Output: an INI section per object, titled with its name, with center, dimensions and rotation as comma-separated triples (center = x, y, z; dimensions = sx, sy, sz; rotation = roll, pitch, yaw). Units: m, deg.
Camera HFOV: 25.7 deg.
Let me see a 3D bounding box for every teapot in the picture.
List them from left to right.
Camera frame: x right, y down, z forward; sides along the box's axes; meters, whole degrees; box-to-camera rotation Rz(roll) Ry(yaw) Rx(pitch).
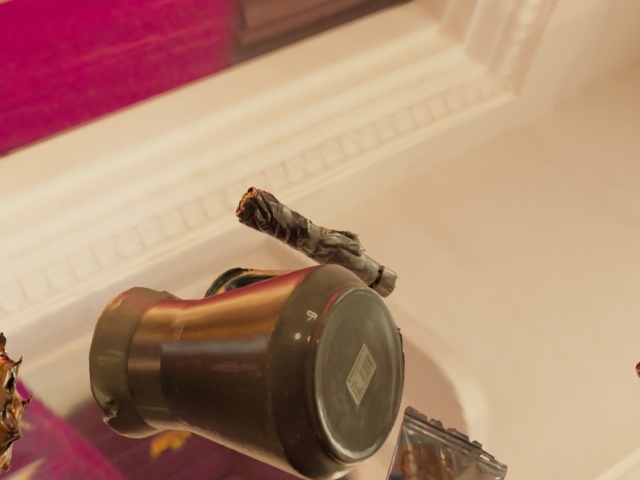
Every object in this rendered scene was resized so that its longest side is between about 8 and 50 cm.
[teapot]
center = -0.056, 0.093, 1.155
dimensions = 0.225, 0.203, 0.171
rotation = 0, -52, 32

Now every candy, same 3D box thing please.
[candy]
center = 0.077, 0.191, 0.957
dimensions = 0.088, 0.136, 0.038
rotation = 24, -23, -12

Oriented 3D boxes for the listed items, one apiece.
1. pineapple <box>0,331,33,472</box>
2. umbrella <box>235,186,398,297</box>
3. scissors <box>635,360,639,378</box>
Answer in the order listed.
[pineapple]
center = -0.335, 0.160, 1.178
dimensions = 0.225, 0.225, 0.076
rotation = 40, -15, 31
[umbrella]
center = 0.000, 0.000, 1.463
dimensions = 0.188, 0.050, 0.046
rotation = 29, 0, -16
[scissors]
center = 0.465, 0.114, 1.646
dimensions = 0.088, 0.220, 0.017
rotation = 7, -60, 56
